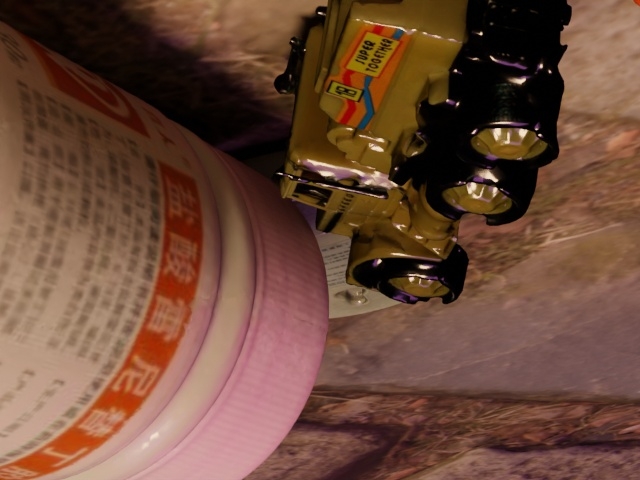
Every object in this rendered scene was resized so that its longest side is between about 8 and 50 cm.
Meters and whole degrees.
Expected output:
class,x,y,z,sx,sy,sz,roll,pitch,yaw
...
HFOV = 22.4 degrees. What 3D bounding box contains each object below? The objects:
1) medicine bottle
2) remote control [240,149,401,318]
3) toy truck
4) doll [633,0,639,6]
class,x,y,z,sx,sy,sz,roll,pitch,yaw
medicine bottle,-0.153,0.009,0.757,0.202,0.202,0.316,-19,156,26
remote control,0.000,0.000,1.008,0.098,0.038,0.233,-13,159,12
toy truck,0.039,-0.065,0.759,0.127,0.127,0.257,8,158,-2
doll,0.280,-0.103,0.760,0.336,0.105,0.200,4,155,-31
